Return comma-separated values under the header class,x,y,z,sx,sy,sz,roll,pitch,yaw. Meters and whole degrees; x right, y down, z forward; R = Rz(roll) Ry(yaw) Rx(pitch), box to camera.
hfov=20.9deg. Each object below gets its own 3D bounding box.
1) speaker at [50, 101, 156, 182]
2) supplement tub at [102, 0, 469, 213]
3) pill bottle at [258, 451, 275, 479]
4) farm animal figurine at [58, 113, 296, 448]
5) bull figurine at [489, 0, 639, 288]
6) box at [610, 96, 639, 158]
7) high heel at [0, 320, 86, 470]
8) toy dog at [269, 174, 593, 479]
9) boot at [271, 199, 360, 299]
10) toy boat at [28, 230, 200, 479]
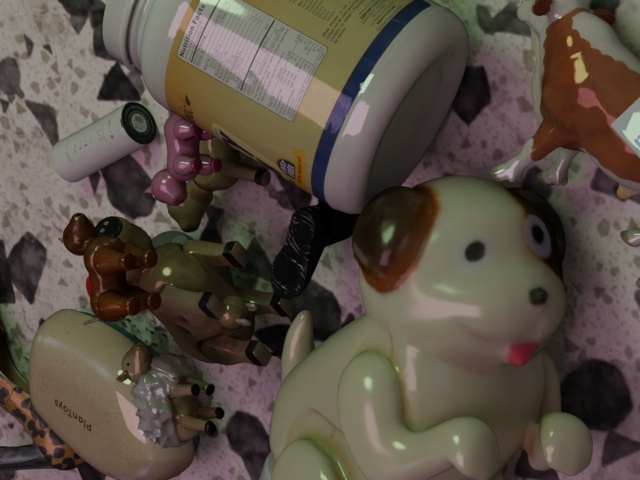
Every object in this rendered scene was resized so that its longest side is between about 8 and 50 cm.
class,x,y,z,sx,sy,sz,roll,pitch,yaw
speaker,-0.259,-0.116,2.055,0.136,0.055,0.055,-24,89,39
supplement tub,-0.036,-0.192,1.733,0.316,0.228,0.228,31,121,16
pill bottle,-0.034,0.377,1.977,0.162,0.162,0.278,31,120,25
farm animal figurine,-0.156,0.014,1.906,0.172,0.330,0.326,2,129,39
bull figurine,0.277,-0.100,1.634,0.310,0.101,0.188,42,124,19
box,0.420,-0.094,1.429,0.262,0.127,0.231,-44,56,14
high heel,-0.370,0.168,2.231,0.186,0.093,0.261,-7,88,15
toy dog,0.118,0.127,1.752,0.395,0.285,0.408,-115,38,-49
boot,-0.001,0.000,1.872,0.045,0.099,0.121,31,122,24
toy boat,-0.224,0.136,2.070,0.267,0.148,0.318,36,130,28
